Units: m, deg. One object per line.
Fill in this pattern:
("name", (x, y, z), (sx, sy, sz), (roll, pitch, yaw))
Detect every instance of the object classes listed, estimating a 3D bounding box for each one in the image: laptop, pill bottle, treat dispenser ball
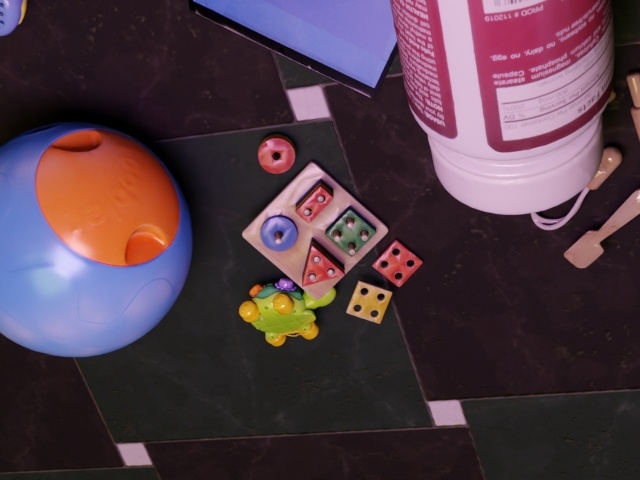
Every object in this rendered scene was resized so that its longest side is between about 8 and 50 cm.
("laptop", (0.017, -0.330, 1.710), (0.234, 0.136, 0.264), (25, 129, -2))
("pill bottle", (0.186, -0.226, 1.634), (0.224, 0.224, 0.392), (3, 138, 16))
("treat dispenser ball", (-0.301, -0.001, 1.963), (0.288, 0.288, 0.288), (9, 128, 12))

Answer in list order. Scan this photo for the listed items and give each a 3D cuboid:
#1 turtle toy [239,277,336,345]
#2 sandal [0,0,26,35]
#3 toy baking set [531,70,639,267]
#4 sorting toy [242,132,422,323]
("turtle toy", (-0.039, 0.083, 2.083), (0.130, 0.066, 0.095), (-14, 143, 23))
("sandal", (-0.505, -0.309, 1.898), (0.317, 0.138, 0.126), (18, 127, 3))
("toy baking set", (0.314, -0.091, 1.865), (0.197, 0.030, 0.256), (-12, 115, 32))
("sorting toy", (0.000, 0.000, 1.992), (0.274, 0.046, 0.132), (41, 105, -15))
